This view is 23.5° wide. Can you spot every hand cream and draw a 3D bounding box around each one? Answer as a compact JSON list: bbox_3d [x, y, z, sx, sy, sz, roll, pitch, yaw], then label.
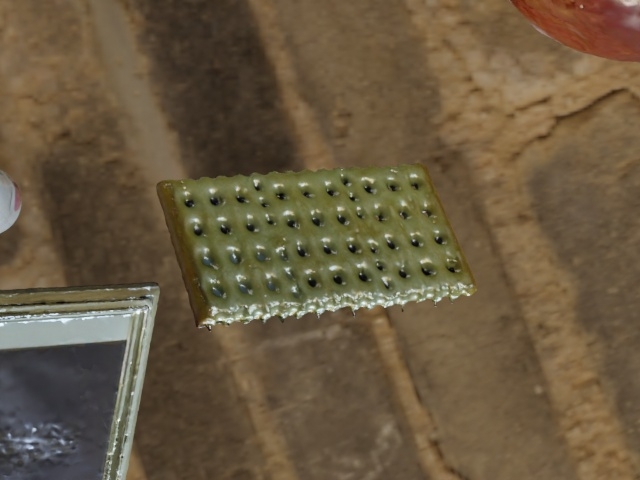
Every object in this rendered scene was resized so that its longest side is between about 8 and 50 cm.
[{"bbox_3d":[-0.373,-0.073,1.600,0.124,0.341,0.078,33,-102,7],"label":"hand cream"}]

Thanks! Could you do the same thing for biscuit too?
[{"bbox_3d":[0.000,0.000,1.171,0.016,0.231,0.139,115,-37,-48],"label":"biscuit"}]

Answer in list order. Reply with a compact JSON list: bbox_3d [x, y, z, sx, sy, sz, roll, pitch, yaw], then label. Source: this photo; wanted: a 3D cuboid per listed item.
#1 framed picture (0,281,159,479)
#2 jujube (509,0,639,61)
[{"bbox_3d":[-0.247,0.138,0.985,0.018,0.293,0.231,38,-58,49],"label":"framed picture"},{"bbox_3d":[0.185,-0.169,0.692,0.183,0.243,0.183,44,-36,45],"label":"jujube"}]
